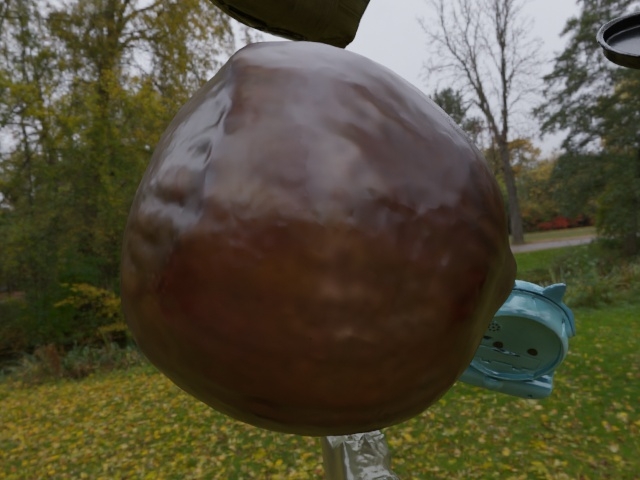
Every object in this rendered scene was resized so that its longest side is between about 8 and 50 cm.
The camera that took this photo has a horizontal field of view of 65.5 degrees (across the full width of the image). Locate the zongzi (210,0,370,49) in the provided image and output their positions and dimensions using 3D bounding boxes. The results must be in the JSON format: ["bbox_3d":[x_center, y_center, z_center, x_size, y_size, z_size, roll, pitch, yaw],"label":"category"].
[{"bbox_3d":[-0.202,-0.579,1.051,0.500,0.218,0.467,2,21,-44],"label":"zongzi"}]

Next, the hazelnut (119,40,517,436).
[{"bbox_3d":[0.000,0.000,0.552,0.421,0.420,0.352,-6,-27,-12],"label":"hazelnut"}]

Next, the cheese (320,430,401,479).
[{"bbox_3d":[0.055,0.352,0.774,0.091,0.175,0.202,-6,34,-14],"label":"cheese"}]

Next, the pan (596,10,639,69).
[{"bbox_3d":[0.434,-0.237,0.545,0.235,0.028,0.136,-11,40,15],"label":"pan"}]

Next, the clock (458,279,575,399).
[{"bbox_3d":[0.355,0.176,0.940,0.224,0.274,0.094,11,41,10],"label":"clock"}]
